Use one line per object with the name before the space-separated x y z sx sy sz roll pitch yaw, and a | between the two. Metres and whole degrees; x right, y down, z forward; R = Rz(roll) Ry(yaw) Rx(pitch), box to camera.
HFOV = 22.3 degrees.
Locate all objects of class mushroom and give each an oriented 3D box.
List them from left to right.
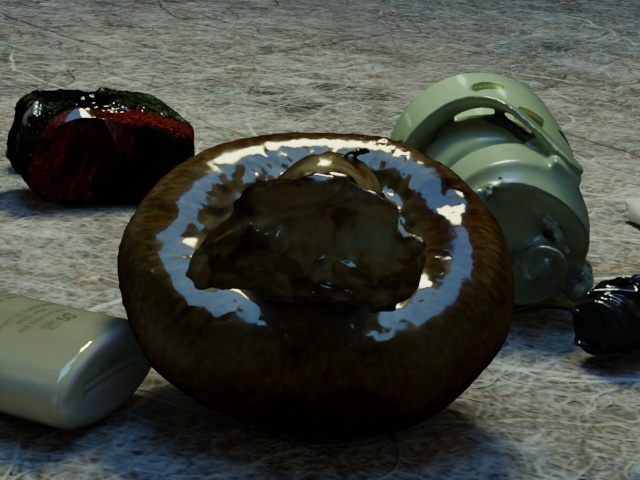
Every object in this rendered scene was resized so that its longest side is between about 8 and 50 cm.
mushroom | -0.018 0.005 1.371 0.331 0.356 0.334 -5 45 20

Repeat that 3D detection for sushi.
sushi | -0.272 -0.119 2.015 0.225 0.136 0.126 1 25 -27

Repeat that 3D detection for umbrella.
umbrella | 0.381 0.059 1.675 0.326 0.090 0.094 -11 20 -41

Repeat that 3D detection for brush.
brush | 0.209 0.068 1.736 0.205 0.011 0.083 -13 25 -41

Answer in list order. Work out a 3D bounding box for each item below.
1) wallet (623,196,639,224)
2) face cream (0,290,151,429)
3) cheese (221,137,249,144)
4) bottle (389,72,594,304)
wallet | 0.461 -0.018 2.031 0.095 0.033 0.190 -2 19 -23
face cream | -0.334 0.083 1.438 0.348 0.081 0.173 12 19 22
cheese | -0.028 -0.038 1.865 0.214 0.117 0.226 7 22 -5
bottle | 0.182 -0.050 1.776 0.229 0.229 0.352 3 20 -3
